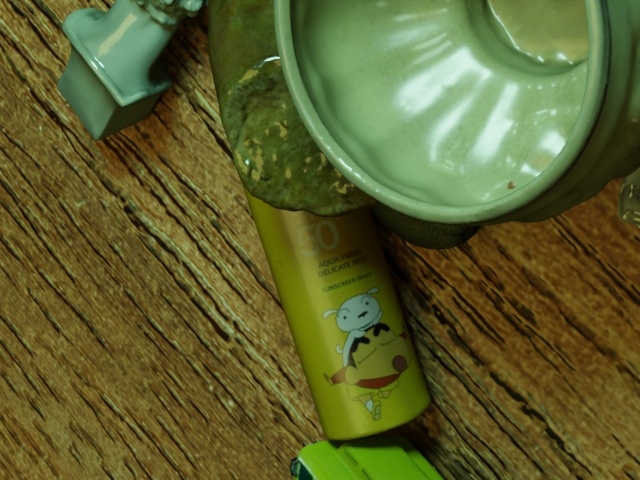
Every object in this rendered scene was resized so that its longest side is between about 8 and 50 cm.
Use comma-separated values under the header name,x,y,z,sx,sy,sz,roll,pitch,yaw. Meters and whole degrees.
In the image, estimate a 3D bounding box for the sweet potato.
name,x,y,z,sx,sy,sz,roll,pitch,yaw
sweet potato,-0.023,-0.202,1.378,0.158,0.158,0.369,-32,55,41

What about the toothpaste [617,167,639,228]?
name,x,y,z,sx,sy,sz,roll,pitch,yaw
toothpaste,0.377,0.008,1.201,0.323,0.066,0.100,22,113,27

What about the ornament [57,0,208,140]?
name,x,y,z,sx,sy,sz,roll,pitch,yaw
ornament,-0.166,-0.208,1.528,0.130,0.120,0.285,41,128,19

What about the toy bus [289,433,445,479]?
name,x,y,z,sx,sy,sz,roll,pitch,yaw
toy bus,0.069,0.280,1.440,0.262,0.128,0.150,-135,47,-55

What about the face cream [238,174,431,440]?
name,x,y,z,sx,sy,sz,roll,pitch,yaw
face cream,0.000,0.000,1.474,0.105,0.105,0.348,-14,95,41

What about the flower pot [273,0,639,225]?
name,x,y,z,sx,sy,sz,roll,pitch,yaw
flower pot,0.145,-0.174,1.205,0.307,0.244,0.307,16,116,34

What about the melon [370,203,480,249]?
name,x,y,z,sx,sy,sz,roll,pitch,yaw
melon,0.085,-0.050,1.392,0.130,0.098,0.098,45,128,17
